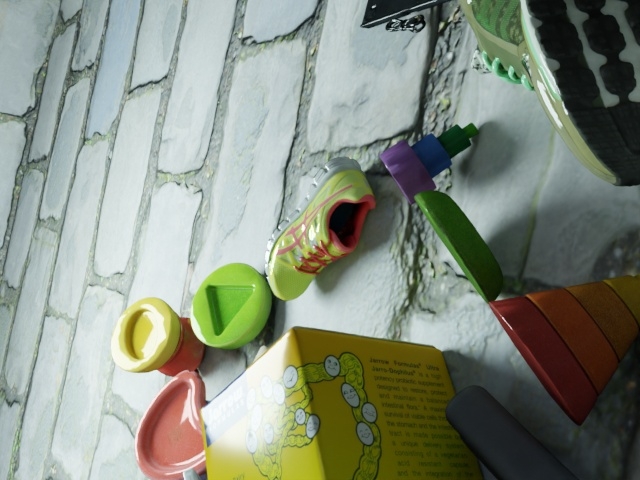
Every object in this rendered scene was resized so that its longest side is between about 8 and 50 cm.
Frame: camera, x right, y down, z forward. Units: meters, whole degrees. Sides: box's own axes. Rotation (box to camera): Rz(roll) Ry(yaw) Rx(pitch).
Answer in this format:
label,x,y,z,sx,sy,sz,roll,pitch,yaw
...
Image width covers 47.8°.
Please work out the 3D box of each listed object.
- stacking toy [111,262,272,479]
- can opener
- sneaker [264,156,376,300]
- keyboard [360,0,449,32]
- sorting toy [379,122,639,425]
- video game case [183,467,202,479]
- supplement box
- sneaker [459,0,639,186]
label,x,y,z,sx,sy,sz,roll,pitch,yaw
stacking toy,-0.153,0.200,1.083,0.280,0.130,0.309,-31,54,13
can opener,0.219,0.204,0.572,0.095,0.076,0.283,-40,39,-4
sneaker,0.000,0.000,0.914,0.208,0.081,0.094,-61,40,20
keyboard,0.117,-0.304,0.902,0.180,0.023,0.108,2,74,55
sorting toy,0.182,-0.008,0.675,0.126,0.127,0.365,-34,43,6
video game case,-0.136,0.393,0.942,0.157,0.019,0.143,75,172,-48
supplement box,0.033,0.288,0.674,0.194,0.195,0.356,-45,46,37
sneaker,0.210,-0.204,0.684,0.182,0.158,0.410,100,160,-58
